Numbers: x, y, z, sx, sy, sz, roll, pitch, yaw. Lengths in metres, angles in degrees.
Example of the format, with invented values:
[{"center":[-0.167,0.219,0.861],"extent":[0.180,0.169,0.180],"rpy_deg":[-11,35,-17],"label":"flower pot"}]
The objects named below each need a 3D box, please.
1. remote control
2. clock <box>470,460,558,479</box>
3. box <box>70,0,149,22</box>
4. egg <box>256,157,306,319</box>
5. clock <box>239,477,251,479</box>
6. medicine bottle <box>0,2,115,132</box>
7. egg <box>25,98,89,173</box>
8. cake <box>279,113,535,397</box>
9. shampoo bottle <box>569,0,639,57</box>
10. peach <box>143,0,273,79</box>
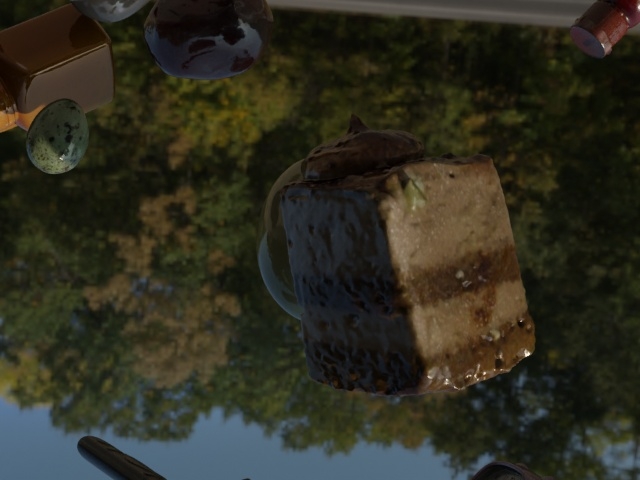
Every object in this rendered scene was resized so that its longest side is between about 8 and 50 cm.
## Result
[{"center":[-0.205,0.366,1.463],"extent":[0.378,0.044,0.107],"rpy_deg":[19,156,44],"label":"remote control"},{"center":[0.288,0.381,1.593],"extent":[0.050,0.110,0.153],"rpy_deg":[43,167,-17],"label":"clock"},{"center":[-0.282,-0.405,1.544],"extent":[0.146,0.200,0.088],"rpy_deg":[27,159,42],"label":"box"},{"center":[0.000,0.000,1.510],"extent":[0.186,0.241,0.186],"rpy_deg":[-2,171,0],"label":"egg"},{"center":[-0.159,0.335,1.125],"extent":[0.244,0.056,0.244],"rpy_deg":[-30,167,-8],"label":"clock"},{"center":[-0.432,-0.248,1.593],"extent":[0.222,0.149,0.112],"rpy_deg":[-30,-117,-25],"label":"medicine bottle"},{"center":[-0.371,-0.148,1.485],"extent":[0.085,0.110,0.085],"rpy_deg":[9,168,2],"label":"egg"},{"center":[0.089,0.004,1.110],"extent":[0.196,0.293,0.199],"rpy_deg":[-13,-174,-36],"label":"cake"},{"center":[0.514,-0.413,1.620],"extent":[0.076,0.314,0.118],"rpy_deg":[45,172,-9],"label":"shampoo bottle"},{"center":[-0.131,-0.268,1.248],"extent":[0.152,0.152,0.152],"rpy_deg":[4,-171,-1],"label":"peach"}]
